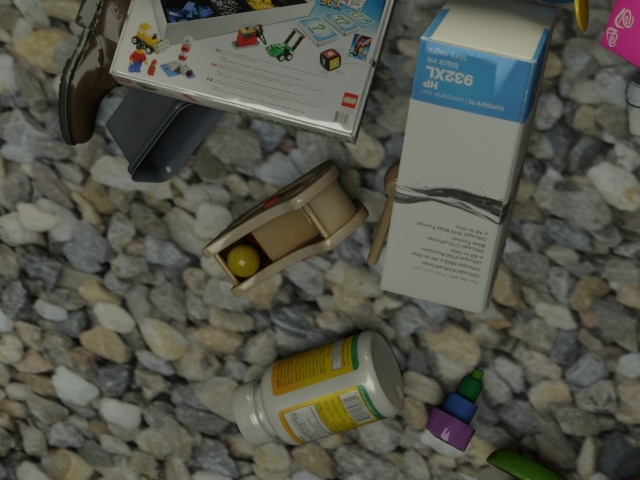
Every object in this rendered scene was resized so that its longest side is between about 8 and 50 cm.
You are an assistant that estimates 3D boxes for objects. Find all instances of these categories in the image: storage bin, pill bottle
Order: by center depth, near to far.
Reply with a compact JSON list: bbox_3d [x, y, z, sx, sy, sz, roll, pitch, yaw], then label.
[{"bbox_3d":[-0.202,-0.153,1.635,0.135,0.098,0.091,-48,66,23],"label":"storage bin"},{"bbox_3d":[-0.005,0.202,1.698,0.208,0.117,0.117,-21,104,18],"label":"pill bottle"}]

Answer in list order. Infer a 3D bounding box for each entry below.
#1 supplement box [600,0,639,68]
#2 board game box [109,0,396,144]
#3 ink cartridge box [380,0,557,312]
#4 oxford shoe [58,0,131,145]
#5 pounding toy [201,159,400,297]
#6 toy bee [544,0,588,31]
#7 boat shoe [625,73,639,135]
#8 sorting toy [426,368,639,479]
[{"bbox_3d":[0.432,-0.230,1.389,0.220,0.114,0.111,3,116,-30],"label":"supplement box"},{"bbox_3d":[-0.078,-0.246,1.542,0.305,0.053,0.192,16,83,7],"label":"board game box"},{"bbox_3d":[0.170,-0.106,1.475,0.129,0.223,0.307,13,118,10],"label":"ink cartridge box"},{"bbox_3d":[-0.271,-0.215,1.626,0.096,0.083,0.227,21,114,0],"label":"oxford shoe"},{"bbox_3d":[0.000,0.000,1.603,0.270,0.154,0.155,-32,100,21],"label":"pounding toy"},{"bbox_3d":[0.259,-0.320,1.407,0.298,0.162,0.195,-17,78,2],"label":"toy bee"},{"bbox_3d":[0.469,-0.148,1.495,0.226,0.083,0.075,10,124,21],"label":"boat shoe"},{"bbox_3d":[0.321,0.279,1.681,0.366,0.127,0.126,29,84,4],"label":"sorting toy"}]
